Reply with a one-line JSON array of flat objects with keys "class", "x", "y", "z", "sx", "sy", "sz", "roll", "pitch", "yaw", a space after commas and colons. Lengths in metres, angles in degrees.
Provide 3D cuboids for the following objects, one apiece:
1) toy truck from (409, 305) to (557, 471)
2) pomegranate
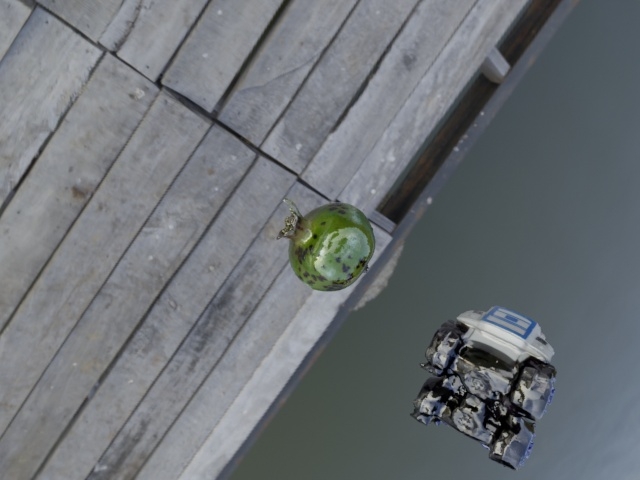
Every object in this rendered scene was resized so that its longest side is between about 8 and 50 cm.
[{"class": "toy truck", "x": 0.241, "y": 0.189, "z": 0.745, "sx": 0.177, "sy": 0.161, "sz": 0.213, "roll": -28, "pitch": 134, "yaw": -46}, {"class": "pomegranate", "x": 0.000, "y": 0.000, "z": 0.695, "sx": 0.162, "sy": 0.122, "sz": 0.122, "roll": 32, "pitch": 98, "yaw": -34}]
